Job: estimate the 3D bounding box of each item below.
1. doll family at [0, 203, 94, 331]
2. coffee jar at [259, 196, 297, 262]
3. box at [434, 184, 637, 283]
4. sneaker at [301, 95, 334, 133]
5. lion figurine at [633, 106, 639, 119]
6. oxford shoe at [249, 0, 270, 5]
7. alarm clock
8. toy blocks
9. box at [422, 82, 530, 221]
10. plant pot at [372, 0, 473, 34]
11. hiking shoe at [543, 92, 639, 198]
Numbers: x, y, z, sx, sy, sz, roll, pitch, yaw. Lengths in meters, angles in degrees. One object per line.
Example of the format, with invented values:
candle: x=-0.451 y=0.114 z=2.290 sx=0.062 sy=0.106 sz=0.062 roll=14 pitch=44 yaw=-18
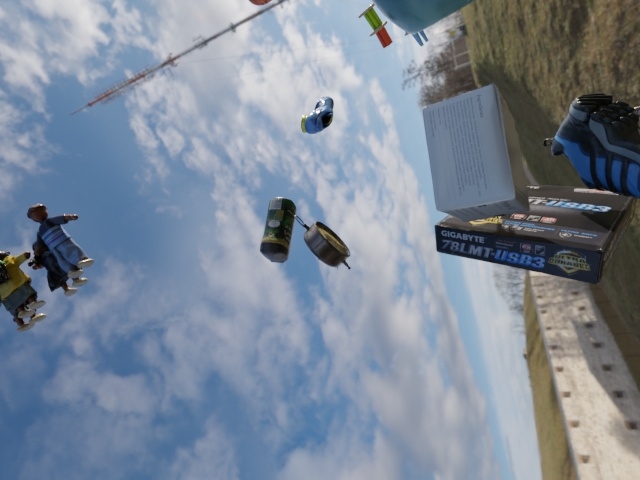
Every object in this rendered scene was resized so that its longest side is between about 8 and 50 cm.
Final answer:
doll family: x=-0.396 y=0.033 z=0.558 sx=0.111 sy=0.193 sz=0.076 roll=51 pitch=177 yaw=10
coffee jar: x=-0.123 y=-0.029 z=1.196 sx=0.096 sy=0.079 sz=0.184 roll=60 pitch=-144 yaw=-64
box: x=0.437 y=-0.038 z=0.824 sx=0.294 sy=0.296 sz=0.073 roll=-32 pitch=-59 yaw=-37
sneaker: x=0.015 y=-0.390 z=1.257 sx=0.209 sy=0.082 sz=0.069 roll=-59 pitch=-32 yaw=-45
lion figurine: x=0.892 y=-0.304 z=0.935 sx=0.241 sy=0.392 sz=0.142 roll=10 pitch=-124 yaw=-29
oxford shoe: x=-0.149 y=-0.541 z=0.685 sx=0.271 sy=0.097 sz=0.098 roll=63 pitch=-163 yaw=13
alarm clock: x=0.000 y=0.000 z=1.057 sx=0.192 sy=0.064 sz=0.129 roll=44 pitch=-165 yaw=-15
toy blocks: x=0.180 y=-0.517 z=0.975 sx=0.148 sy=0.123 sz=0.054 roll=49 pitch=-137 yaw=-20
box: x=0.270 y=-0.135 z=0.689 sx=0.181 sy=0.119 sz=0.181 roll=7 pitch=-105 yaw=-56
plant pot: x=0.188 y=-0.499 z=0.663 sx=0.235 sy=0.293 sz=0.293 roll=58 pitch=-147 yaw=-20
hiking shoe: x=0.544 y=-0.124 z=0.705 sx=0.132 sy=0.113 sz=0.303 roll=97 pitch=149 yaw=-56
